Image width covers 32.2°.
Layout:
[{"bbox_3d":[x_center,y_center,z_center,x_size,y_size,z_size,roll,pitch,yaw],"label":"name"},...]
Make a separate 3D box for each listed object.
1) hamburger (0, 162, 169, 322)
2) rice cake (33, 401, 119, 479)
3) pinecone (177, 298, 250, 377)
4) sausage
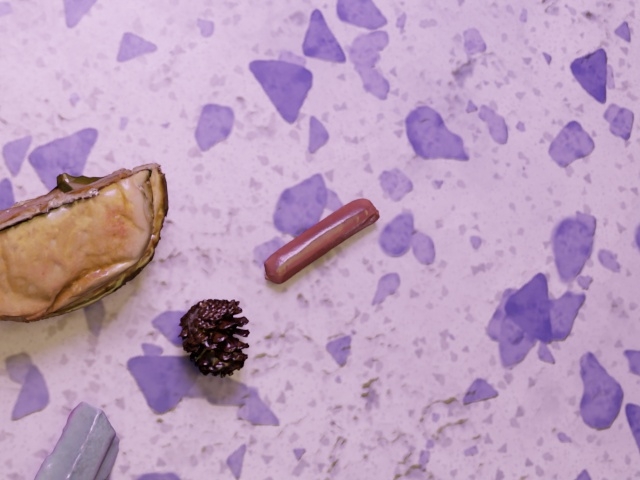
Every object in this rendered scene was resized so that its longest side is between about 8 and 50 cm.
[{"bbox_3d":[-0.264,0.008,1.093,0.262,0.124,0.131,-22,108,-12],"label":"hamburger"},{"bbox_3d":[-0.268,0.298,1.057,0.051,0.081,0.290,6,62,29],"label":"rice cake"},{"bbox_3d":[-0.106,0.099,1.140,0.077,0.077,0.083,-28,115,-16],"label":"pinecone"},{"bbox_3d":[0.000,0.000,1.199,0.147,0.035,0.030,-33,60,-17],"label":"sausage"}]
